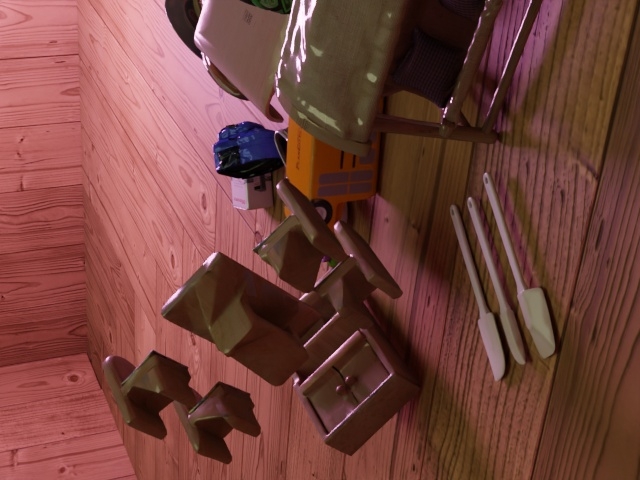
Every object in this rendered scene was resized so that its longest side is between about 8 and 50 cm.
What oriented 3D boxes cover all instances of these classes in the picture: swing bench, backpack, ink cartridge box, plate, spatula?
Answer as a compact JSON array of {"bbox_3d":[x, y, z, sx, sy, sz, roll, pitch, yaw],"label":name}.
[{"bbox_3d":[0.098,-0.243,1.276,0.253,0.255,0.165,104,149,-44],"label":"swing bench"},{"bbox_3d":[-0.128,-0.170,2.037,0.120,0.098,0.101,-10,87,28],"label":"backpack"},{"bbox_3d":[-0.138,-0.132,2.162,0.099,0.056,0.135,-163,67,-66],"label":"ink cartridge box"},{"bbox_3d":[-0.227,-0.418,2.162,0.024,0.188,0.188,-35,59,28],"label":"plate"},{"bbox_3d":[0.224,0.044,1.389,0.168,0.019,0.242,125,134,-67],"label":"spatula"}]

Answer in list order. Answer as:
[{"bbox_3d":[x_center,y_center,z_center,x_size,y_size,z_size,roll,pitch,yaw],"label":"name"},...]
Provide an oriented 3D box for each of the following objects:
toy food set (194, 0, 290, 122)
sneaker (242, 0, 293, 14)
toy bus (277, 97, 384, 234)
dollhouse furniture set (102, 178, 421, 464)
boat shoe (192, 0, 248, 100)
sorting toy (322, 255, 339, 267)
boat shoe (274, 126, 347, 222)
[{"bbox_3d":[-0.088,-0.380,1.852,0.219,0.092,0.306,47,132,28],"label":"toy food set"},{"bbox_3d":[-0.011,-0.501,1.642,0.146,0.134,0.343,26,114,21],"label":"sneaker"},{"bbox_3d":[0.018,-0.166,1.667,0.108,0.130,0.332,-134,41,-54],"label":"toy bus"},{"bbox_3d":[-0.068,0.119,1.613,0.362,0.394,0.256,-46,44,11],"label":"dollhouse furniture set"},{"bbox_3d":[-0.164,-0.402,2.053,0.120,0.123,0.324,114,141,-48],"label":"boat shoe"},{"bbox_3d":[0.000,0.000,1.887,0.061,0.042,0.101,163,99,-68],"label":"sorting toy"},{"bbox_3d":[-0.022,-0.102,1.852,0.079,0.081,0.227,109,146,-49],"label":"boat shoe"}]
